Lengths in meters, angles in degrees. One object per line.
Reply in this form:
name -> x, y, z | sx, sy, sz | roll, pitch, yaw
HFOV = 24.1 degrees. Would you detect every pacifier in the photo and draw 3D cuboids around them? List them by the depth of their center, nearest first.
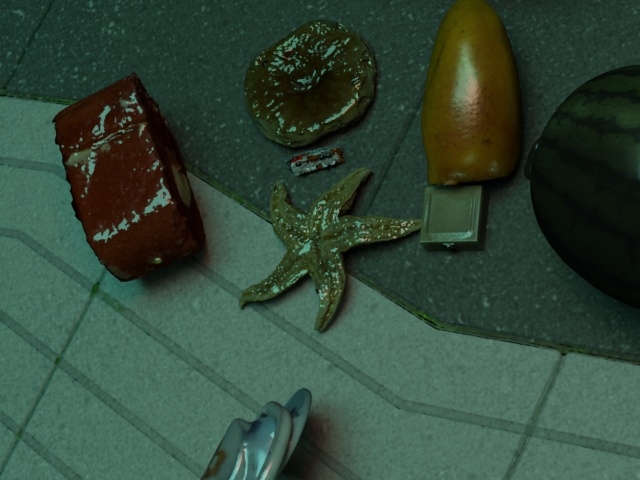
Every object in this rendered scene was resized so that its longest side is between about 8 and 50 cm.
pacifier -> -0.043, 0.322, 1.805 | 0.207, 0.227, 0.279 | 30, 81, -10

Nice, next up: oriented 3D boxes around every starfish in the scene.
starfish -> 0.000, 0.000, 1.980 | 0.277, 0.062, 0.235 | -27, 55, 16

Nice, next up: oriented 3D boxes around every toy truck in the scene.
toy truck -> -0.009, -0.110, 2.038 | 0.083, 0.024, 0.032 | -16, 41, 15

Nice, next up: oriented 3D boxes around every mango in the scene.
mango -> 0.194, -0.191, 1.918 | 0.126, 0.154, 0.252 | -1, 82, 16

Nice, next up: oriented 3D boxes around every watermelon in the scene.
watermelon -> 0.391, -0.059, 1.690 | 0.359, 0.279, 0.279 | 27, 81, 32

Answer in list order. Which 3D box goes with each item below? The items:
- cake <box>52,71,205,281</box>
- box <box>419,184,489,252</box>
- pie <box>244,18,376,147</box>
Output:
cake -> -0.254, -0.082, 2.049 | 0.151, 0.177, 0.283 | -28, 66, 11
box -> 0.171, -0.027, 1.917 | 0.079, 0.035, 0.083 | 0, 69, 24
pie -> -0.012, -0.213, 2.071 | 0.195, 0.046, 0.195 | -8, 67, 20
